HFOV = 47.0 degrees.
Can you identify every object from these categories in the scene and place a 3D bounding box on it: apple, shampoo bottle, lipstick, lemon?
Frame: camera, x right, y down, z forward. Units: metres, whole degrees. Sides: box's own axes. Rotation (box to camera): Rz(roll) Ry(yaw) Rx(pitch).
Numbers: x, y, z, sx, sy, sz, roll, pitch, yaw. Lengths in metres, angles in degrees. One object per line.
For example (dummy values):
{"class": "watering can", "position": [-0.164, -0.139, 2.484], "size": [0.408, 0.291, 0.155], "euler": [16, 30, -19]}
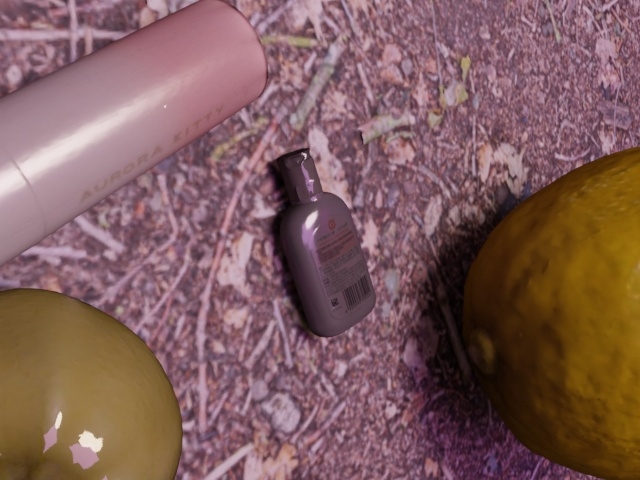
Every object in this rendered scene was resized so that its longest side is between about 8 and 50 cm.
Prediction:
{"class": "apple", "position": [-0.170, 0.119, 0.411], "size": [0.200, 0.200, 0.200], "euler": [1, 88, -42]}
{"class": "shampoo bottle", "position": [0.000, 0.000, 0.659], "size": [0.080, 0.040, 0.165], "euler": [-30, 109, -38]}
{"class": "lipstick", "position": [-0.171, -0.057, 0.472], "size": [0.327, 0.087, 0.087], "euler": [-42, 116, -35]}
{"class": "lemon", "position": [0.305, 0.082, 0.749], "size": [0.364, 0.364, 0.364], "euler": [1, 88, -42]}
